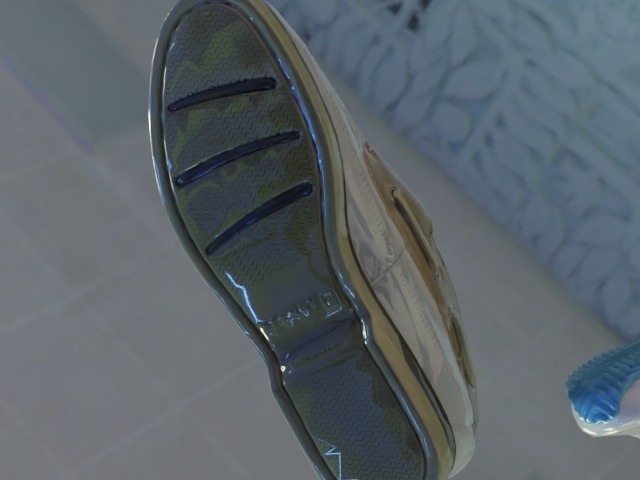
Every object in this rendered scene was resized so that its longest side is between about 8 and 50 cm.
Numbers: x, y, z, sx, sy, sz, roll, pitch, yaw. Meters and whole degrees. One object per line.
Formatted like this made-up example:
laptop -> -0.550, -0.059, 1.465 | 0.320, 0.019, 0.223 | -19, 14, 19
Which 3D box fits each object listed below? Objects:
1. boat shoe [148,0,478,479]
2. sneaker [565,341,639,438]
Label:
boat shoe -> 0.000, 0.000, 0.901 | 0.103, 0.113, 0.302 | -31, -79, -60
sneaker -> 0.226, 0.094, 0.917 | 0.228, 0.087, 0.092 | -2, -100, -45
